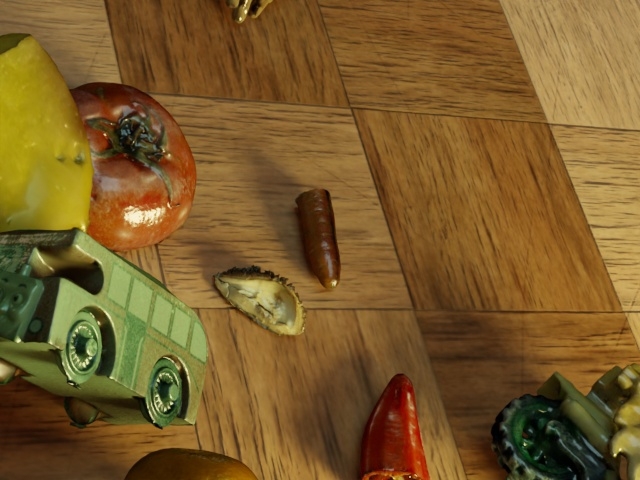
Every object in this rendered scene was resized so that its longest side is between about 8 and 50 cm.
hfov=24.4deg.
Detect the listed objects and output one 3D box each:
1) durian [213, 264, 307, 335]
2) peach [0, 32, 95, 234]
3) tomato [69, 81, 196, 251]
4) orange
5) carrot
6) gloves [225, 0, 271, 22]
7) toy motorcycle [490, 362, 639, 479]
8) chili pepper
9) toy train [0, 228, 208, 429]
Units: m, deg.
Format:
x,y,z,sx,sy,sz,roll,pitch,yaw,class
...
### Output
x,y,z,sx,sy,sz,roll,pitch,yaw,class
-0.068,0.068,1.800,0.130,0.052,0.066,34,85,4,durian
-0.421,-0.026,1.539,0.306,0.242,0.380,68,30,-25,peach
-0.253,-0.105,1.790,0.237,0.095,0.237,15,49,-18,tomato
-0.133,0.282,1.521,0.155,0.155,0.134,3,96,-26,orange
0.000,0.000,1.873,0.048,0.048,0.139,6,54,-23,carrot
-0.093,-0.396,2.096,0.164,0.124,0.203,8,41,1,gloves
0.393,0.314,1.749,0.410,0.169,0.237,44,46,10,toy motorcycle
0.091,0.222,1.738,0.088,0.065,0.169,20,45,-14,chili pepper
-0.231,0.100,1.516,0.326,0.129,0.159,42,53,-55,toy train
